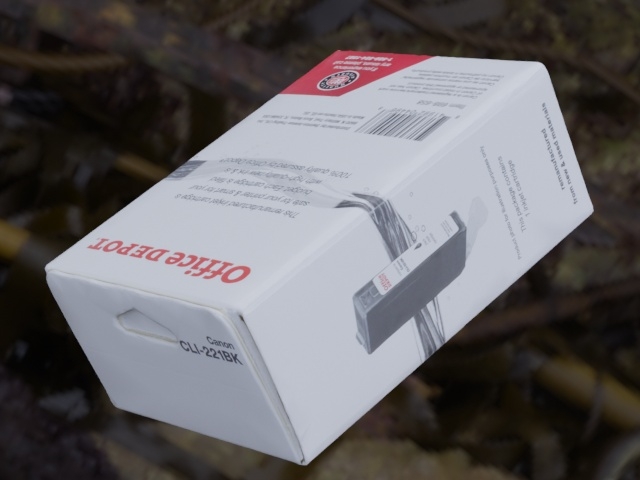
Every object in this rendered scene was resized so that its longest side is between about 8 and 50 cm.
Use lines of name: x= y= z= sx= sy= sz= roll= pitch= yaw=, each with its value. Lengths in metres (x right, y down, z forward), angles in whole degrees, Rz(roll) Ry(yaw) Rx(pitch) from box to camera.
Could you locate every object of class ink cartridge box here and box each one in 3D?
ink cartridge box: x=0.000 y=0.000 z=1.187 sx=0.273 sy=0.197 sz=0.114 roll=-38 pitch=119 yaw=-30
